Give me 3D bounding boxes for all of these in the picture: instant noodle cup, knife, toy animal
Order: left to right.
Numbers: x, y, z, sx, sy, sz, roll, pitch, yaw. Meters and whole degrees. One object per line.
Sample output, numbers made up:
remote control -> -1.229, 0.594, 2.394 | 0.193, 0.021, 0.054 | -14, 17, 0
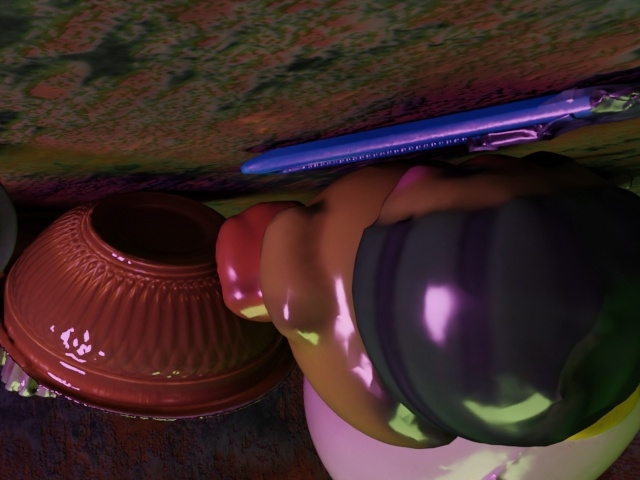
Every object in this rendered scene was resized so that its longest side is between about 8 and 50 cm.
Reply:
instant noodle cup -> -0.136, 0.026, 0.768 | 0.273, 0.091, 0.274 | 12, -152, -7
knife -> 0.069, -0.061, 0.547 | 0.296, 0.026, 0.044 | -7, -176, 38
toy animal -> 0.077, 0.041, 0.607 | 0.216, 0.191, 0.338 | -12, -173, -28

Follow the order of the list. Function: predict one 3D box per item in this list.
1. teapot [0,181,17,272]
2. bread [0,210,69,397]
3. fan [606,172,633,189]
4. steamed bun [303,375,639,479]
teapot -> -0.254, -0.025, 0.557 | 0.092, 0.124, 0.090 | -44, -148, -21
bread -> -0.212, 0.060, 0.875 | 0.209, 0.110, 0.192 | -3, -148, -31
fan -> 0.094, 0.005, 0.804 | 0.012, 0.294, 0.223 | 50, 176, -36
steamed bun -> 0.153, 0.119, 0.909 | 0.333, 0.334, 0.374 | 1, 141, -46
